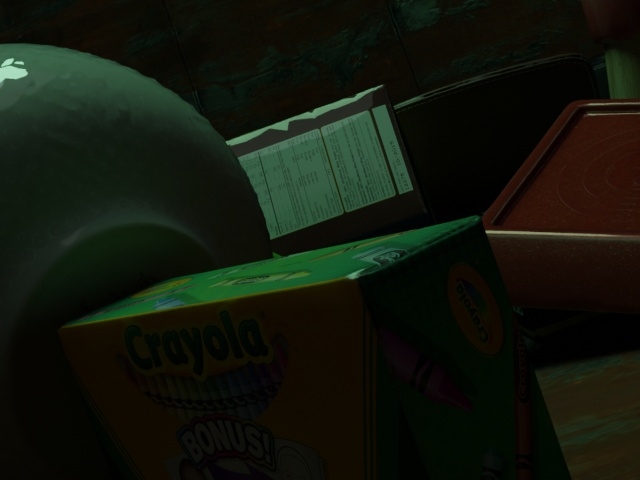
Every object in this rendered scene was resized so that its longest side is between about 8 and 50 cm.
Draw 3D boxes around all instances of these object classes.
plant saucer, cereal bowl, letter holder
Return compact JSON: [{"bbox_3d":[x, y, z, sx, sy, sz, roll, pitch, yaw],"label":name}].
[{"bbox_3d":[0.246,-0.039,1.070,0.259,0.048,0.258,3,34,33],"label":"plant saucer"},{"bbox_3d":[-0.156,0.054,0.895,0.339,0.339,0.141,-24,26,-33],"label":"cereal bowl"},{"bbox_3d":[0.128,-0.085,1.473,0.301,0.214,0.152,-20,31,2],"label":"letter holder"}]

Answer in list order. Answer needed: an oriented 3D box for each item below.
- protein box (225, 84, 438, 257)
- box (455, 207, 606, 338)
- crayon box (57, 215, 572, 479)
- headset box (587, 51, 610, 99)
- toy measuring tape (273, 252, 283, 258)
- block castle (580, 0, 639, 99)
[{"bbox_3d":[0.000,0.000,1.283,0.201,0.136,0.200,-19,-30,6],"label":"protein box"},{"bbox_3d":[0.256,-0.012,1.261,0.257,0.079,0.322,-18,6,-4],"label":"box"},{"bbox_3d":[-0.010,0.094,0.724,0.081,0.165,0.278,-24,7,-36],"label":"crayon box"},{"bbox_3d":[0.463,-0.222,2.234,0.246,0.131,0.283,-20,6,8],"label":"headset box"},{"bbox_3d":[-0.111,0.127,1.174,0.330,0.121,0.121,-38,-2,23],"label":"toy measuring tape"},{"bbox_3d":[0.483,-0.215,1.288,0.453,0.213,0.303,-4,7,36],"label":"block castle"}]
